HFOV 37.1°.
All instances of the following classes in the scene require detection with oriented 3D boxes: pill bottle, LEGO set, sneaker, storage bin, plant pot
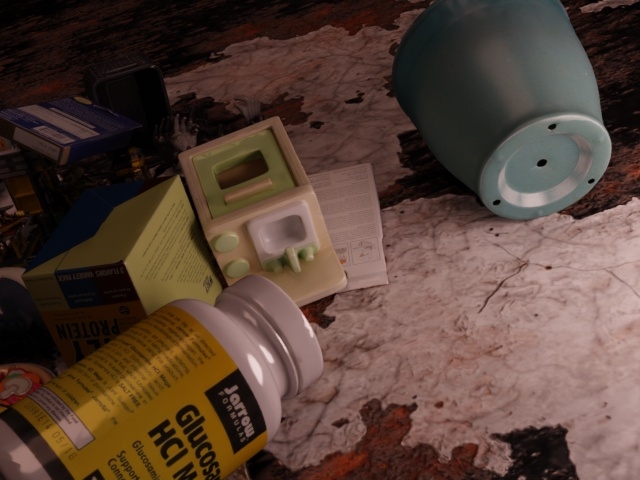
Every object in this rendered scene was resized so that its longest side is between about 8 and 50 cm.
[{"bbox_3d":[-0.165,0.180,0.993,0.334,0.188,0.188,-35,38,-27],"label":"pill bottle"},{"bbox_3d":[-0.398,-0.081,1.474,0.255,0.192,0.331,-6,34,14],"label":"LEGO set"},{"bbox_3d":[-0.450,0.112,1.290,0.350,0.131,0.148,15,59,36],"label":"sneaker"},{"bbox_3d":[-0.328,-0.223,1.664,0.122,0.180,0.084,-20,32,-16],"label":"storage bin"},{"bbox_3d":[0.262,-0.175,1.311,0.272,0.271,0.255,-16,48,-1],"label":"plant pot"}]

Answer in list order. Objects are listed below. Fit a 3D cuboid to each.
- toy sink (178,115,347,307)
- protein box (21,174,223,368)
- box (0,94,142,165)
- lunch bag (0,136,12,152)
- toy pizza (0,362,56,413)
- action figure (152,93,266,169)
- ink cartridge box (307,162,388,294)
[{"bbox_3d":[-0.080,-0.032,1.270,0.153,0.131,0.234,-21,50,-2],"label":"toy sink"},{"bbox_3d":[-0.231,0.061,1.179,0.136,0.201,0.200,-7,32,17],"label":"protein box"},{"bbox_3d":[-0.388,-0.175,1.481,0.136,0.036,0.225,25,23,13],"label":"box"},{"bbox_3d":[-0.717,-0.125,1.708,0.262,0.160,0.223,-18,34,17],"label":"lunch bag"},{"bbox_3d":[-0.423,0.215,1.188,0.201,0.032,0.201,-11,33,7],"label":"toy pizza"},{"bbox_3d":[-0.168,-0.156,1.547,0.164,0.141,0.276,-21,30,-31],"label":"action figure"},{"bbox_3d":[0.000,0.000,1.343,0.181,0.056,0.224,-11,52,6],"label":"ink cartridge box"}]
